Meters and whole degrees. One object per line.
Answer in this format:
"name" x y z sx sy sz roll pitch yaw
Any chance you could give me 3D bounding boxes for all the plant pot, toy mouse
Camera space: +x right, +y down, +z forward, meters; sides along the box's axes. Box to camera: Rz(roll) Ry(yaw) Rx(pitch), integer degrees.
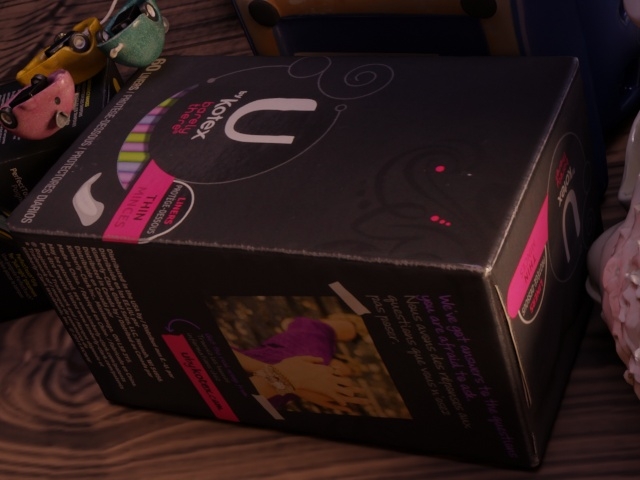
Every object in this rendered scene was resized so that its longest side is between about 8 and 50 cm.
"plant pot" 0.079 -0.155 0.722 0.236 0.236 0.212 5 51 27
"toy mouse" -0.135 -0.099 0.680 0.161 0.031 0.143 -46 27 -20

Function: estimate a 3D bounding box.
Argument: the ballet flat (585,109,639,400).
"ballet flat" 0.211 -0.015 0.601 0.147 0.147 0.409 4 41 27

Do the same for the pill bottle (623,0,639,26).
"pill bottle" 0.305 -0.093 0.467 0.334 0.188 0.188 20 44 -4

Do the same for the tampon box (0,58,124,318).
"tampon box" -0.193 -0.030 0.770 0.161 0.120 0.101 -15 39 6

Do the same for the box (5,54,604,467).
"box" 0.000 0.000 0.634 0.270 0.143 0.165 4 44 27
